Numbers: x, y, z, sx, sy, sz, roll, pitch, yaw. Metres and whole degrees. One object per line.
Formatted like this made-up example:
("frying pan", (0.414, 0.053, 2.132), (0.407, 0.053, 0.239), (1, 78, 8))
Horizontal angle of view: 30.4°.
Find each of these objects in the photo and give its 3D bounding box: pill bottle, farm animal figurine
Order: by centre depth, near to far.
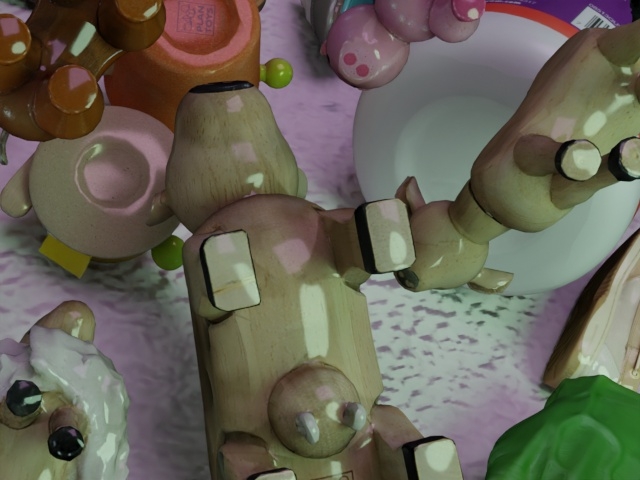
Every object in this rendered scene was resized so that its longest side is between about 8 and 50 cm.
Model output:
("farm animal figurine", (0.000, 0.000, 0.551), (0.330, 0.172, 0.327), (7, 84, -14))
("pill bottle", (0.164, -0.109, 0.813), (0.181, 0.181, 0.323), (37, 39, 8))

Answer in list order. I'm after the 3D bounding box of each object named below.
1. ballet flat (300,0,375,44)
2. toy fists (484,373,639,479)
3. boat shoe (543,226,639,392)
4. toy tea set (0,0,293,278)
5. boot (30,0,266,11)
("ballet flat", (0.019, -0.197, 0.919), (0.068, 0.072, 0.213), (9, 35, 17))
("toy fists", (0.203, 0.188, 0.595), (0.279, 0.096, 0.142), (36, 26, 8))
("boat shoe", (0.199, 0.051, 0.765), (0.059, 0.063, 0.170), (37, 49, 4))
("toy tea set", (-0.185, -0.121, 0.691), (0.336, 0.124, 0.200), (36, 69, 1))
("boot", (-0.162, -0.220, 0.779), (0.305, 0.115, 0.112), (9, 42, -26))
